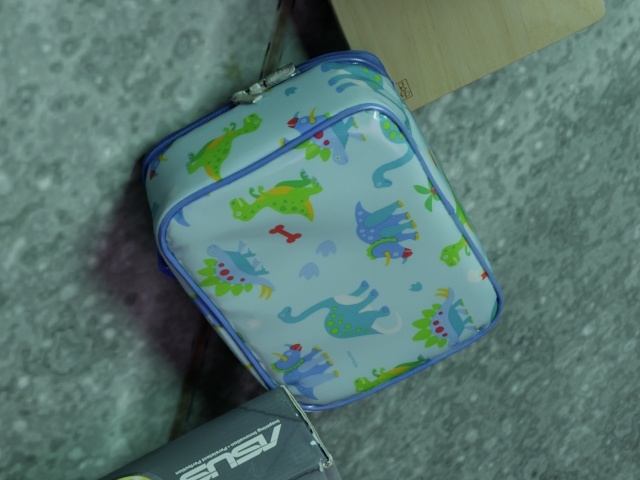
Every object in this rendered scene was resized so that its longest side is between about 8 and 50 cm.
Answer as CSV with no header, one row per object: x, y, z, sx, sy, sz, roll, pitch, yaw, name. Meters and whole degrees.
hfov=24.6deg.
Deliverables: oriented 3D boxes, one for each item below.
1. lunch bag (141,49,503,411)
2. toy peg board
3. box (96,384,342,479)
0.000,0.000,0.915,0.176,0.090,0.219,-29,129,8,lunch bag
0.073,-0.184,0.909,0.161,0.079,0.161,-26,127,-2,toy peg board
-0.135,0.309,0.970,0.395,0.097,0.318,-26,126,-8,box
